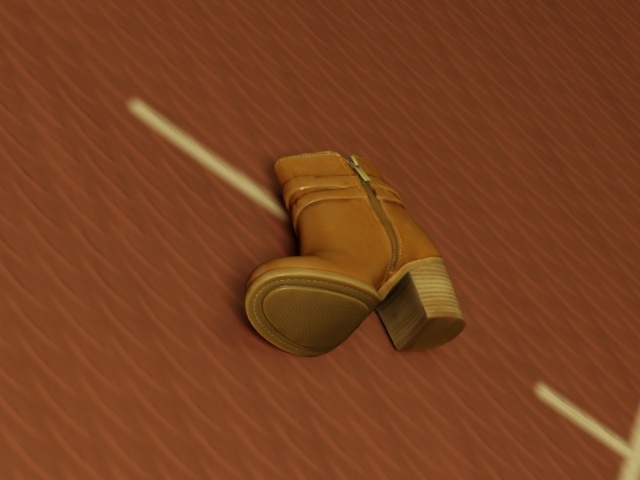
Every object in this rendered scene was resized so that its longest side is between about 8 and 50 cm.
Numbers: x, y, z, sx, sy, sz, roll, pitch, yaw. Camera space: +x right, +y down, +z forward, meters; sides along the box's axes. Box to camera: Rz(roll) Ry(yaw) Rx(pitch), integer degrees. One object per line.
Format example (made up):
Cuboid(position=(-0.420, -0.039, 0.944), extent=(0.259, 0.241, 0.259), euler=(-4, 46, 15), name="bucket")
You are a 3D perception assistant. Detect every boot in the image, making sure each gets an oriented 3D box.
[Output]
Cuboid(position=(0.000, 0.000, 1.189), extent=(0.197, 0.073, 0.152), euler=(12, 43, -48), name="boot")
